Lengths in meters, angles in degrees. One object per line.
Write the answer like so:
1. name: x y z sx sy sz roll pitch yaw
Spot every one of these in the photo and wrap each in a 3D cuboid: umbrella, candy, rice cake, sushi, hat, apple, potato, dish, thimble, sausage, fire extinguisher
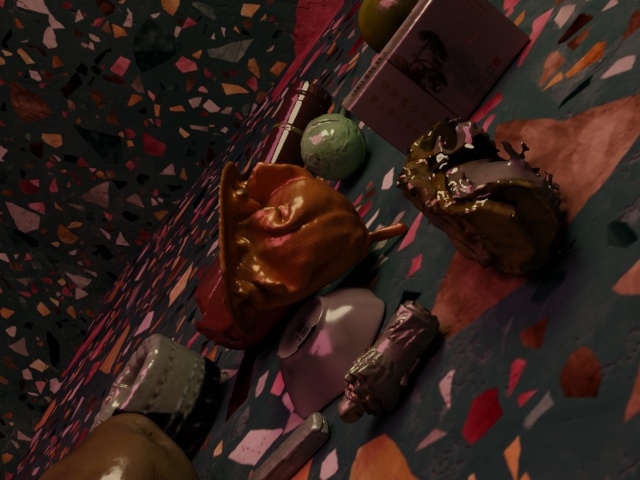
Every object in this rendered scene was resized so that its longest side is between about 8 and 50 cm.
1. umbrella: 0.067 0.127 0.780 0.143 0.067 0.062 -50 46 -4
2. candy: 0.036 -0.229 1.500 0.119 0.119 0.440 -48 12 22
3. rice cake: -0.048 0.264 0.889 0.171 0.029 0.033 -48 22 21
4. sushi: 0.154 -0.063 0.787 0.131 0.139 0.291 -42 18 16
5. hat: 0.000 0.000 1.019 0.233 0.233 0.244 -8 15 5
6. apple: 0.164 -0.410 1.372 0.196 0.157 0.196 -48 19 22
7. potato: -0.267 0.374 0.945 0.243 0.221 0.326 -33 15 27
8. dish: -0.004 0.126 0.966 0.190 0.066 0.190 -48 18 21
9. thimble: -0.279 0.277 1.283 0.237 0.150 0.237 -49 17 20
10. sausage: -0.093 0.048 1.210 0.279 0.152 0.152 -55 17 2
11. fire extinguisher: -0.075 -0.155 1.581 0.105 0.141 0.341 10 71 43

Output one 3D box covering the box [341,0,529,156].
1. box: 0.159 -0.237 1.069 0.233 0.149 0.067 -52 20 9
